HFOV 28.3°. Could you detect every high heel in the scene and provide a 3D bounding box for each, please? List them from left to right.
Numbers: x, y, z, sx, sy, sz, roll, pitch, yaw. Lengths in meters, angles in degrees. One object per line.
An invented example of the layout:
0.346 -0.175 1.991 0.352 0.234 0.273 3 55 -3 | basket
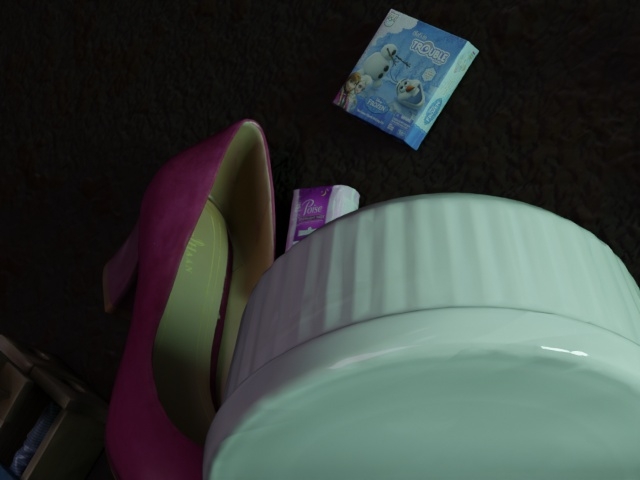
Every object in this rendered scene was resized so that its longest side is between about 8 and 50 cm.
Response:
-0.069 0.072 0.913 0.181 0.127 0.377 -50 43 24 | high heel

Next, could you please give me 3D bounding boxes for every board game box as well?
0.064 -0.126 0.980 0.090 0.020 0.090 33 90 44 | board game box

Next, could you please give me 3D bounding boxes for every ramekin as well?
0.070 0.089 0.716 0.273 0.273 0.127 -27 43 27 | ramekin

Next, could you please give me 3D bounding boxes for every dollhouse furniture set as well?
-0.285 0.145 1.022 0.129 0.184 0.129 30 90 44 | dollhouse furniture set

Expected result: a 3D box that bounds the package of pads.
0.000 0.000 0.964 0.050 0.032 0.083 -5 66 35 | package of pads
